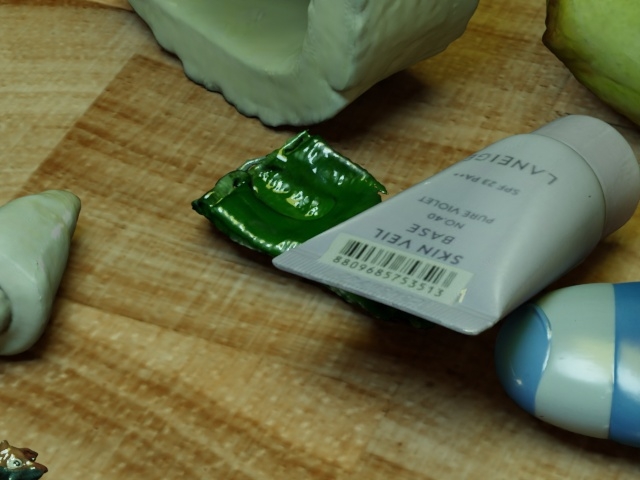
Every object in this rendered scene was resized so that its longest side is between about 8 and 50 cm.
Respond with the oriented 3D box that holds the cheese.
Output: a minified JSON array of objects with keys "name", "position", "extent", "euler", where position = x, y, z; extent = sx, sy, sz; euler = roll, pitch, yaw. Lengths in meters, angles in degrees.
[{"name":"cheese","position":[-0.037,-0.258,1.466],"extent":[0.153,0.292,0.332],"euler":[-34,44,-32]}]

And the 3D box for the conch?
[{"name":"conch","position":[-0.219,0.014,1.304],"extent":[0.094,0.104,0.176],"euler":[21,38,-9]}]

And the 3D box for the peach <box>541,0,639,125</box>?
[{"name":"peach","position":[0.320,-0.223,1.428],"extent":[0.315,0.281,0.314],"euler":[-3,46,10]}]

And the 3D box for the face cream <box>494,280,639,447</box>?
[{"name":"face cream","position":[0.242,0.078,1.227],"extent":[0.264,0.083,0.149],"euler":[3,33,5]}]

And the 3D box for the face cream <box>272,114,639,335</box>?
[{"name":"face cream","position":[0.107,-0.006,1.272],"extent":[0.154,0.096,0.274],"euler":[21,30,30]}]

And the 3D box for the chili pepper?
[{"name":"chili pepper","position":[-0.001,-0.002,1.345],"extent":[0.108,0.062,0.216],"euler":[-35,51,-25]}]

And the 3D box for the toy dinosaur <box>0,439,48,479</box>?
[{"name":"toy dinosaur","position":[-0.244,0.141,1.190],"extent":[0.154,0.049,0.055],"euler":[-4,44,-11]}]
